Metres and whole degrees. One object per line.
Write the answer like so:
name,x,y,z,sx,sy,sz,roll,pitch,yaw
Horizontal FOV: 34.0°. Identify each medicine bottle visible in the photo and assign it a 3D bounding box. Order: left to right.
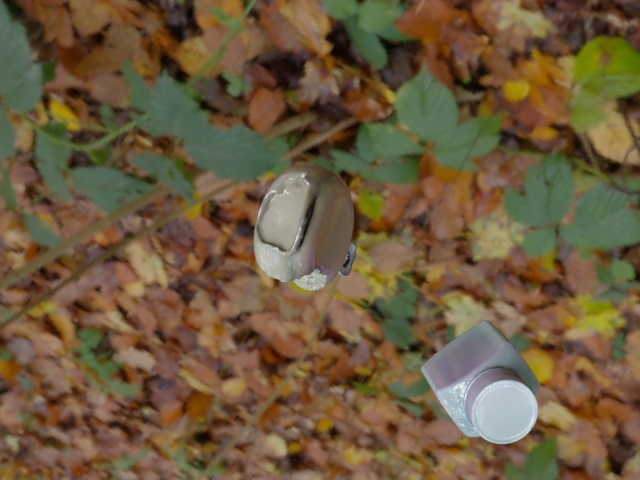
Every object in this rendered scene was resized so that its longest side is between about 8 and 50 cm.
medicine bottle,0.131,0.115,0.832,0.055,0.074,0.118,55,-179,-12

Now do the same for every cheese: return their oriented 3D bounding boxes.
cheese,0.000,0.000,1.392,0.082,0.163,0.286,16,169,22
